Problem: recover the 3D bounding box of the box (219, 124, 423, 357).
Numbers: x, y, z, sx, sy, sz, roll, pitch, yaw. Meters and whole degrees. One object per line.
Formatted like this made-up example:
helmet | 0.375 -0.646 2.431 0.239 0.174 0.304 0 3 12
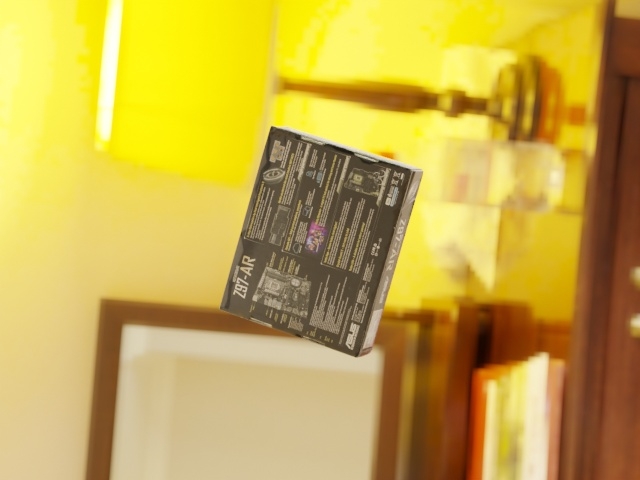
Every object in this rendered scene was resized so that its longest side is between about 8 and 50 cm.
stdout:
box | 0.000 0.000 0.745 0.018 0.067 0.083 -5 -68 -70
